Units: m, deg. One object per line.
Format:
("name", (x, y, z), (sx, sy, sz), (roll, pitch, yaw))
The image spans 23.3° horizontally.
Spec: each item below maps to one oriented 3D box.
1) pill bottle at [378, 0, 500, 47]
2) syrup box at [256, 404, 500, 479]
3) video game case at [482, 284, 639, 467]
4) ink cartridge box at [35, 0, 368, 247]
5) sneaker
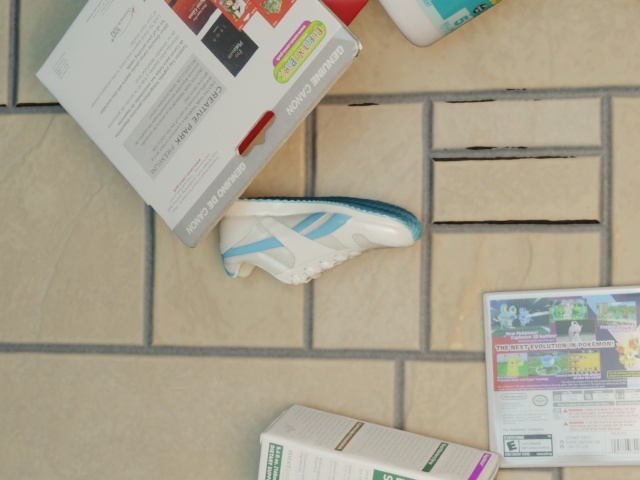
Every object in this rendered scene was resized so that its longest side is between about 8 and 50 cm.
("pill bottle", (0.172, -0.323, 1.585), (0.264, 0.146, 0.146), (-32, 79, 13))
("syrup box", (0.059, 0.252, 1.605), (0.237, 0.096, 0.093), (13, 109, 18))
("video game case", (0.270, 0.140, 1.596), (0.201, 0.023, 0.183), (-3, 86, 18))
("ink cartridge box", (-0.104, -0.192, 1.630), (0.272, 0.130, 0.309), (49, 118, 13))
("sneaker", (0.000, 0.000, 1.658), (0.229, 0.087, 0.092), (1, 94, 24))
